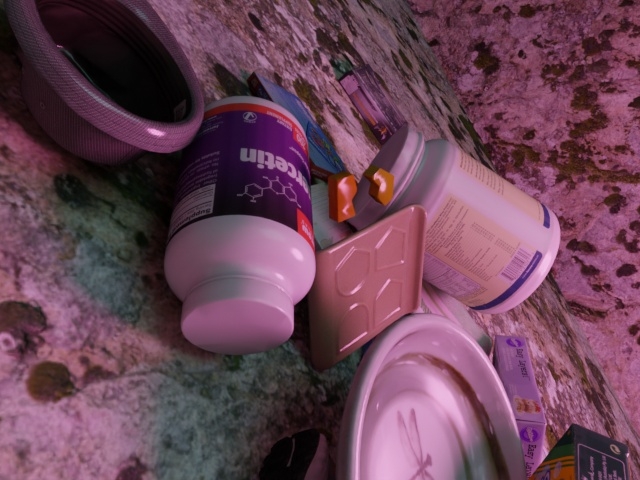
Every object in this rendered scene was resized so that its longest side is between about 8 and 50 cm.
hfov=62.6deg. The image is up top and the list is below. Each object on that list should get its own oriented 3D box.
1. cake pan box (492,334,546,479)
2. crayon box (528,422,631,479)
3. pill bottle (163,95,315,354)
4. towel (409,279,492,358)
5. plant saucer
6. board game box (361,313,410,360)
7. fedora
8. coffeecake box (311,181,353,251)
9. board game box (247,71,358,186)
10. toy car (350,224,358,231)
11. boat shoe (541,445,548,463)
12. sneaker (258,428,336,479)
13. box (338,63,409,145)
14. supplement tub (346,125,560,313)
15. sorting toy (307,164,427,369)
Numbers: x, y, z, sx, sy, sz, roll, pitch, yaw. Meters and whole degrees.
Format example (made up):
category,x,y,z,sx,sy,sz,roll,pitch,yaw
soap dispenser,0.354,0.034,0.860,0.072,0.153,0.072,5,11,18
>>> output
category,x,y,z,sx,sy,sz,roll,pitch,yaw
cake pan box,0.368,0.351,1.018,0.267,0.070,0.245,-62,153,-65
crayon box,0.329,0.448,0.758,0.083,0.323,0.203,21,36,12
pill bottle,-0.099,-0.026,0.681,0.181,0.181,0.323,33,38,-37
towel,0.244,0.207,0.958,0.248,0.038,0.325,50,30,-13
plant saucer,0.132,0.297,0.663,0.400,0.100,0.400,23,57,-42
board game box,0.195,0.295,0.928,0.302,0.086,0.308,46,31,-21
fedora,-0.271,-0.199,0.637,0.275,0.124,0.244,57,29,4
coffeecake box,0.000,0.000,0.923,0.185,0.068,0.142,59,27,2
board game box,-0.037,-0.218,1.050,0.145,0.027,0.281,14,38,-50
toy car,0.148,0.019,1.151,0.239,0.053,0.225,9,56,-53
boat shoe,0.424,0.493,1.086,0.084,0.095,0.258,51,29,-22
sneaker,-0.032,0.324,0.547,0.108,0.100,0.271,58,29,-11
box,0.163,-0.409,1.569,0.231,0.056,0.183,54,29,-8
supplement tub,0.233,-0.037,0.958,0.325,0.235,0.235,31,35,-10
sorting toy,0.070,0.025,0.789,0.229,0.041,0.307,-24,126,-34
